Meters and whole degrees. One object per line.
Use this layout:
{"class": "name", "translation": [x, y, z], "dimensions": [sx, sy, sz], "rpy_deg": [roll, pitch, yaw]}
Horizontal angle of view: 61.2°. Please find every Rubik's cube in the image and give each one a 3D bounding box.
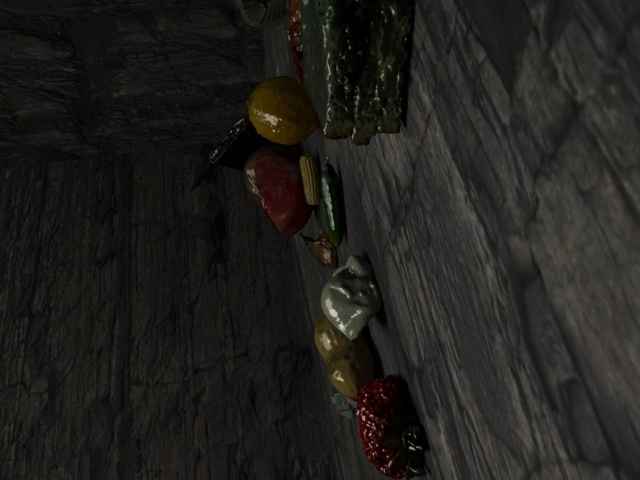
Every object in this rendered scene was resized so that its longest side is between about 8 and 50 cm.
{"class": "Rubik's cube", "translation": [0.082, 0.501, 1.668], "dimensions": [0.084, 0.075, 0.073], "rpy_deg": [56, 174, 40]}

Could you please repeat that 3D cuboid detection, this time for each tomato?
{"class": "tomato", "translation": [-0.100, -0.184, 1.956], "dimensions": [0.309, 0.170, 0.309], "rpy_deg": [44, -148, -38]}

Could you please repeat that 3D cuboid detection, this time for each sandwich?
{"class": "sandwich", "translation": [0.037, -0.342, 0.808], "dimensions": [0.262, 0.131, 0.325], "rpy_deg": [-105, 10, -49]}

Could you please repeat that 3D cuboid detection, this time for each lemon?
{"class": "lemon", "translation": [-0.104, -0.378, 1.574], "dimensions": [0.192, 0.231, 0.192], "rpy_deg": [20, -90, -83]}

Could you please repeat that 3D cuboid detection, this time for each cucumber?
{"class": "cucumber", "translation": [0.033, -0.100, 1.433], "dimensions": [0.056, 0.056, 0.250], "rpy_deg": [-122, 22, -73]}

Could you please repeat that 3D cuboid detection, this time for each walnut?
{"class": "walnut", "translation": [-0.194, -0.268, 2.227], "dimensions": [0.227, 0.273, 0.273], "rpy_deg": [36, 160, 11]}

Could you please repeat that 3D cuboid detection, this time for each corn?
{"class": "corn", "translation": [-0.031, -0.202, 1.785], "dimensions": [0.085, 0.063, 0.165], "rpy_deg": [-140, 39, -65]}

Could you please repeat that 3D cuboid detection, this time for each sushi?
{"class": "sushi", "translation": [0.000, -0.421, 1.085], "dimensions": [0.332, 0.129, 0.124], "rpy_deg": [91, 165, -80]}

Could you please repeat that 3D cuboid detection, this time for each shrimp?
{"class": "shrimp", "translation": [0.003, 0.005, 1.778], "dimensions": [0.262, 0.066, 0.117], "rpy_deg": [48, 133, 52]}

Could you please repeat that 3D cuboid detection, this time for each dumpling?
{"class": "dumpling", "translation": [0.073, 0.120, 1.212], "dimensions": [0.151, 0.124, 0.229], "rpy_deg": [-57, 30, 18]}

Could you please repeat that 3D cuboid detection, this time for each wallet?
{"class": "wallet", "translation": [-0.278, -0.382, 2.286], "dimensions": [0.062, 0.228, 0.406], "rpy_deg": [52, -162, 18]}

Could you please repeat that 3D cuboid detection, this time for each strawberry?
{"class": "strawberry", "translation": [0.121, 0.365, 1.079], "dimensions": [0.286, 0.106, 0.188], "rpy_deg": [-149, 52, -82]}

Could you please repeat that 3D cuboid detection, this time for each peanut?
{"class": "peanut", "translation": [0.055, 0.266, 1.357], "dimensions": [0.319, 0.147, 0.148], "rpy_deg": [-106, 10, -62]}

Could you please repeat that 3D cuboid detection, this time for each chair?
{"class": "chair", "translation": [-0.142, -0.718, 1.538], "dimensions": [0.275, 0.203, 0.191], "rpy_deg": [-133, 23, -69]}
